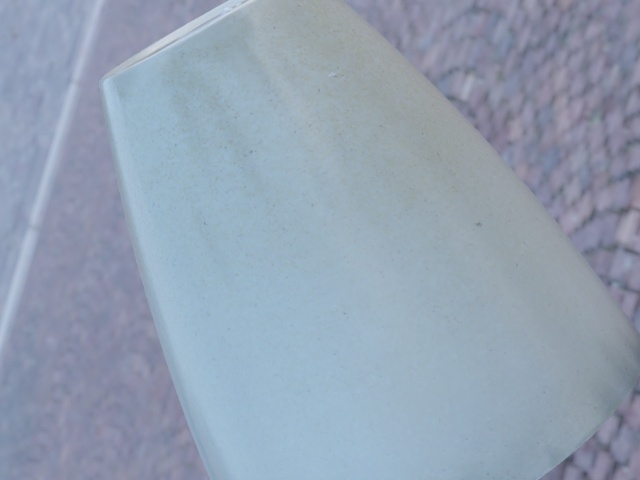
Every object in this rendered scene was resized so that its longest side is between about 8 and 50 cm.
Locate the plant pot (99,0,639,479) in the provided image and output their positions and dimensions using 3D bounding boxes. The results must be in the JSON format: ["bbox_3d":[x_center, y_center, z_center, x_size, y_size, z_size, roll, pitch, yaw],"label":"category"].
[{"bbox_3d":[0.000,0.000,0.938,0.256,0.274,0.256,-29,11,6],"label":"plant pot"}]
